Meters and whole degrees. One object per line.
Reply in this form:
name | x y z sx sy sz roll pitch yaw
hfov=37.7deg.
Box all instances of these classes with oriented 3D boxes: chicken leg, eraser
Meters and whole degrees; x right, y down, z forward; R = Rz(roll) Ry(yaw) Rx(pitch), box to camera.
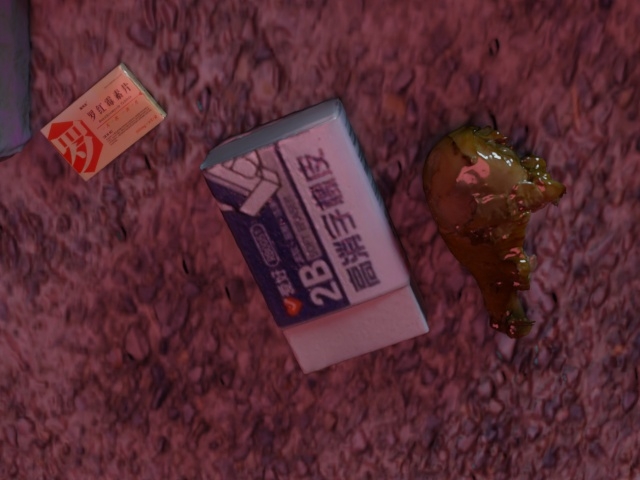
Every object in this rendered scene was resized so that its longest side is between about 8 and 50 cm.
chicken leg | 0.151 -0.006 0.784 0.101 0.085 0.208 -22 119 -1
eraser | 0.000 0.000 0.795 0.124 0.068 0.210 -21 111 10

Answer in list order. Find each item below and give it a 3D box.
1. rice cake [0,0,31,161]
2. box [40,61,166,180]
rice cake | -0.260 -0.196 0.702 0.050 0.106 0.298 10 113 8
box | -0.182 -0.099 0.788 0.093 0.015 0.058 -36 105 15
